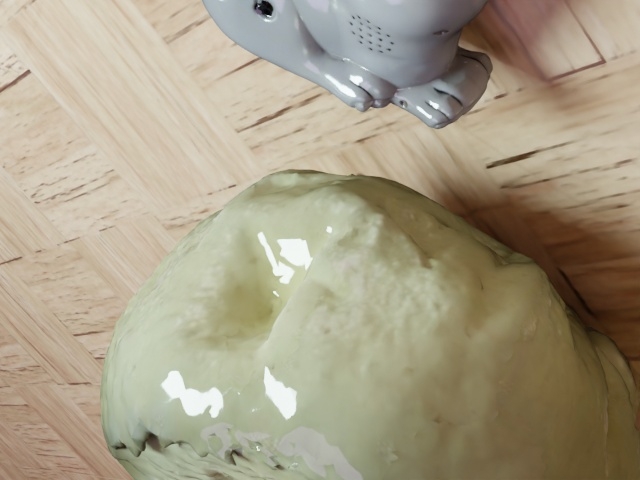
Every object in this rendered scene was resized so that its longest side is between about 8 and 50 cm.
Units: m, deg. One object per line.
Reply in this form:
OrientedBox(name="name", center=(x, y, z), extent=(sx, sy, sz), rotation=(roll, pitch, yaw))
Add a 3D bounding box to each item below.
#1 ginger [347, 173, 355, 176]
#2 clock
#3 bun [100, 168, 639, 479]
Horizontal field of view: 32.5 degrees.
OrientedBox(name="ginger", center=(-0.003, -0.005, 0.783), extent=(0.057, 0.044, 0.137), rotation=(24, 153, -6))
OrientedBox(name="clock", center=(0.010, -0.142, 0.544), extent=(0.176, 0.080, 0.117), rotation=(30, 149, 18))
OrientedBox(name="bun", center=(0.040, 0.096, 0.681), extent=(0.359, 0.211, 0.360), rotation=(18, 155, 9))
